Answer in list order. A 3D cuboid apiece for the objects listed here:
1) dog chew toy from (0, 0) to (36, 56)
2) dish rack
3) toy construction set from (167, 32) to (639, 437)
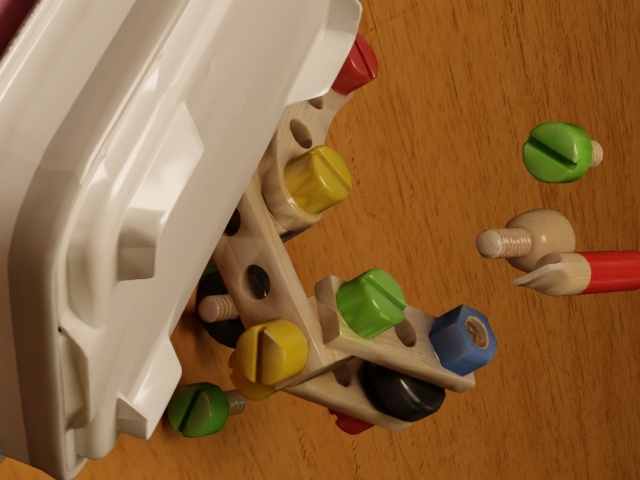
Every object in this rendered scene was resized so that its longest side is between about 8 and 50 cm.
[{"bbox_3d":[-0.191,-0.172,0.603,0.206,0.206,0.332,18,74,-63],"label":"dog chew toy"},{"bbox_3d":[-0.050,-0.065,0.695,0.285,0.072,0.333,105,10,-61],"label":"dish rack"},{"bbox_3d":[0.000,0.000,0.937,0.237,0.309,0.257,-1,92,-58],"label":"toy construction set"}]
